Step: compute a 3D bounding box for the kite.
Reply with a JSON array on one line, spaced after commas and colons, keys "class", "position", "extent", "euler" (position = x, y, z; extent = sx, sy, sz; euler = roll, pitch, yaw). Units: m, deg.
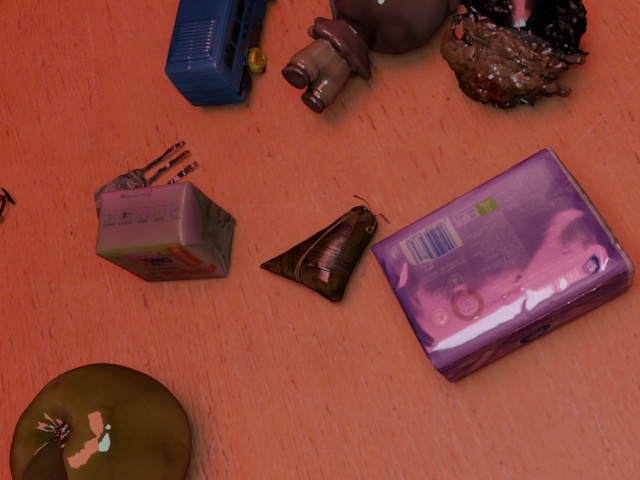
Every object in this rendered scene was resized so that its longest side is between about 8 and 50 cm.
[{"class": "kite", "position": [-0.368, -0.114, 1.720], "extent": [0.245, 0.015, 0.141], "euler": [-35, 63, 5]}]

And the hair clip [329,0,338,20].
[{"class": "hair clip", "position": [0.033, -0.513, 1.709], "extent": [0.048, 0.083, 0.275], "euler": [-13, 71, 10]}]

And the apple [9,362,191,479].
[{"class": "apple", "position": [-0.369, 0.348, 1.390], "extent": [0.292, 0.254, 0.291], "euler": [-8, 61, 15]}]

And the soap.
[{"class": "soap", "position": [-0.289, -0.013, 1.550], "extent": [0.200, 0.182, 0.138], "euler": [-4, 68, 21]}]

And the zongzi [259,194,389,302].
[{"class": "zongzi", "position": [0.000, 0.000, 1.496], "extent": [0.184, 0.084, 0.187], "euler": [19, 69, 37]}]

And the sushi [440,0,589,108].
[{"class": "sushi", "position": [0.326, -0.347, 1.435], "extent": [0.218, 0.225, 0.238], "euler": [-59, 28, 1]}]

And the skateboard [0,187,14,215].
[{"class": "skateboard", "position": [-0.744, -0.103, 1.845], "extent": [0.080, 0.067, 0.151], "euler": [-38, 65, -8]}]

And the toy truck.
[{"class": "toy truck", "position": [-0.200, -0.472, 1.721], "extent": [0.161, 0.162, 0.384], "euler": [0, 68, 23]}]

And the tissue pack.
[{"class": "tissue pack", "position": [0.288, 0.041, 1.313], "extent": [0.338, 0.160, 0.242], "euler": [-29, 62, 7]}]

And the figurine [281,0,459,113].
[{"class": "figurine", "position": [0.087, -0.413, 1.546], "extent": [0.380, 0.248, 0.203], "euler": [-47, 19, -1]}]
